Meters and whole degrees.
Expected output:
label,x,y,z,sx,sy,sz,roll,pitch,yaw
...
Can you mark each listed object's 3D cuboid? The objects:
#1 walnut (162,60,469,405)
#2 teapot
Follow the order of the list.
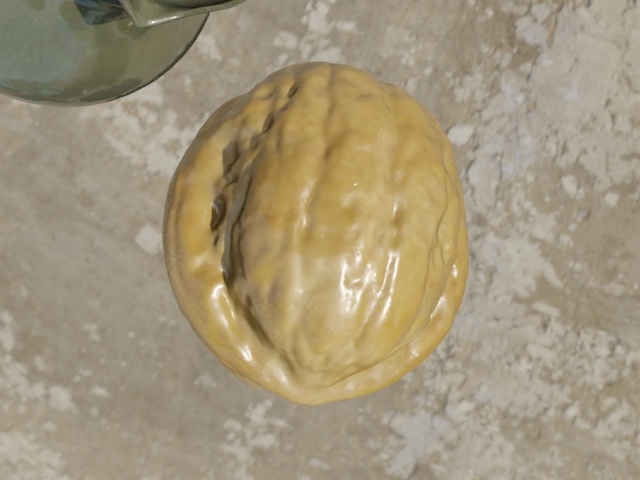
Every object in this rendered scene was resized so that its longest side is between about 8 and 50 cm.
label,x,y,z,sx,sy,sz,roll,pitch,yaw
walnut,0.000,0.000,0.829,0.257,0.257,0.224,41,150,-6
teapot,-0.072,-0.126,0.345,0.130,0.165,0.119,16,168,-40
